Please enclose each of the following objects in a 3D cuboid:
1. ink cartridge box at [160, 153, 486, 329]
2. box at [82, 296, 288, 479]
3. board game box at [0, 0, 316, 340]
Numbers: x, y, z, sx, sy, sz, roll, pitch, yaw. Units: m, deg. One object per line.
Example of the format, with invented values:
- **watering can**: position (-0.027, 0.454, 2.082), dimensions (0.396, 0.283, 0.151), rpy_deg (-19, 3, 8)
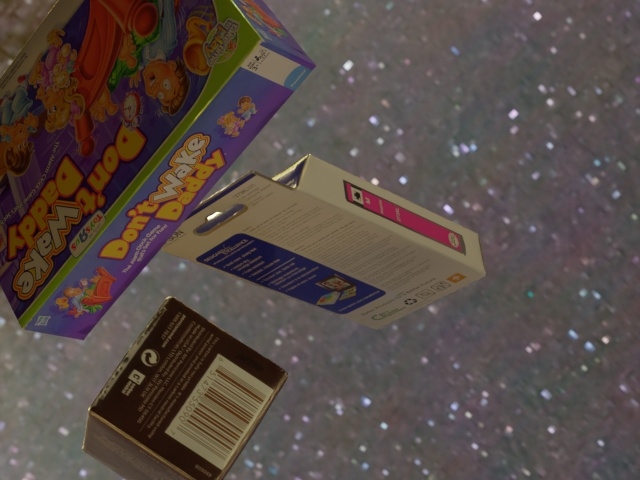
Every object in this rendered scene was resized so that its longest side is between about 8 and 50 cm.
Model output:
- **ink cartridge box**: position (0.000, 0.000, 1.405), dimensions (0.176, 0.371, 0.069), rpy_deg (-29, -124, 35)
- **box**: position (-0.163, 0.202, 1.500), dimensions (0.168, 0.167, 0.203), rpy_deg (-57, 178, -25)
- **board game box**: position (-0.191, -0.113, 1.180), dimensions (0.347, 0.078, 0.233), rpy_deg (-48, -125, 18)
